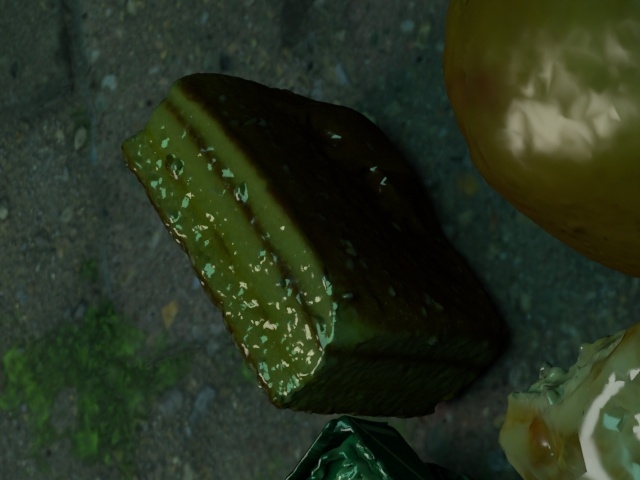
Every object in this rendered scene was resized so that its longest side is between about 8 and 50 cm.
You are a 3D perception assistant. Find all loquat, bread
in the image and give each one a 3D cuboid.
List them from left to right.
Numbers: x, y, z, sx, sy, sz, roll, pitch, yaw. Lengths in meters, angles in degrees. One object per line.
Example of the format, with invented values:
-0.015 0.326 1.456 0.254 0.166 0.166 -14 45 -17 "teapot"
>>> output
0.000 0.000 1.101 0.110 0.184 0.234 -47 59 22 "bread"
0.211 -0.111 0.904 0.284 0.276 0.276 8 83 66 "loquat"

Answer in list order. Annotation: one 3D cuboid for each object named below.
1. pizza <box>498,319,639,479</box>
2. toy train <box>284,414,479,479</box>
0.264 0.138 0.772 0.435 0.080 0.392 50 135 30 "pizza"
0.083 0.216 1.007 0.115 0.154 0.269 -49 56 14 "toy train"
